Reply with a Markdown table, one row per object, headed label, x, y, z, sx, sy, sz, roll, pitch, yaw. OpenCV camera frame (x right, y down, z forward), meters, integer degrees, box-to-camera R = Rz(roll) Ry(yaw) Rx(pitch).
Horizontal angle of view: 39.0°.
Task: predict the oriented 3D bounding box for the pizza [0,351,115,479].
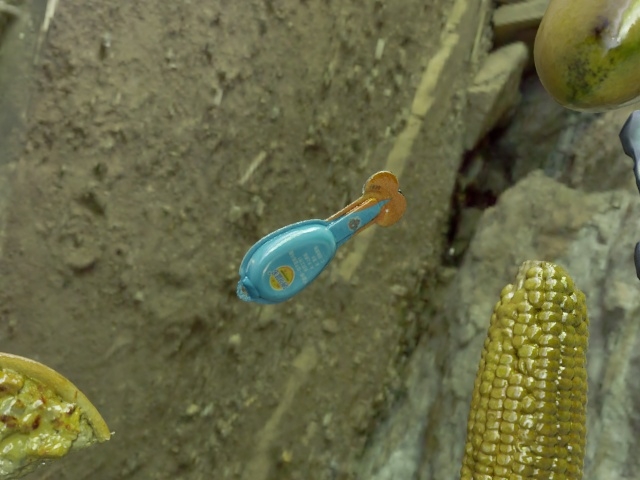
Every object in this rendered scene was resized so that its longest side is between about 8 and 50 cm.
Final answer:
| label | x | y | z | sx | sy | sz | roll | pitch | yaw |
| --- | --- | --- | --- | --- | --- | --- | --- | --- | --- |
| pizza | -0.217 | 0.145 | 0.653 | 0.123 | 0.026 | 0.108 | 40 | 69 | -26 |

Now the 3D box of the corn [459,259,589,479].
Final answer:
| label | x | y | z | sx | sy | sz | roll | pitch | yaw |
| --- | --- | --- | --- | --- | --- | --- | --- | --- | --- |
| corn | 0.164 | 0.146 | 0.725 | 0.097 | 0.097 | 0.261 | 24 | 72 | -75 |

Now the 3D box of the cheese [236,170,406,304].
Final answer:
| label | x | y | z | sx | sy | sz | roll | pitch | yaw |
| --- | --- | --- | --- | --- | --- | --- | --- | --- | --- |
| cheese | 0.000 | 0.000 | 0.505 | 0.111 | 0.017 | 0.047 | -32 | 133 | -9 |

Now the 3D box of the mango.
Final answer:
| label | x | y | z | sx | sy | sz | roll | pitch | yaw |
| --- | --- | --- | --- | --- | --- | --- | --- | --- | --- |
| mango | 0.330 | -0.228 | 0.839 | 0.317 | 0.173 | 0.211 | -34 | -169 | -6 |

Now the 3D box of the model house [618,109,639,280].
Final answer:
| label | x | y | z | sx | sy | sz | roll | pitch | yaw |
| --- | --- | --- | --- | --- | --- | --- | --- | --- | --- |
| model house | 0.369 | 0.019 | 0.432 | 0.329 | 0.295 | 0.251 | 26 | 51 | -36 |
